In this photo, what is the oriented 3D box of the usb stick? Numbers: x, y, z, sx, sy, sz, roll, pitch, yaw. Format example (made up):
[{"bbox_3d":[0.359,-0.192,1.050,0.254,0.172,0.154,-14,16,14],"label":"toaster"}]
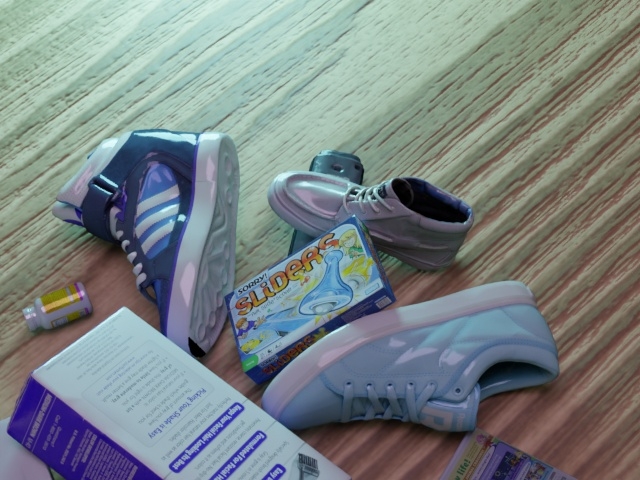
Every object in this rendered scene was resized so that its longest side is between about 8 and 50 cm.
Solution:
[{"bbox_3d":[0.000,0.000,1.805,0.077,0.045,0.278,8,57,9],"label":"usb stick"}]

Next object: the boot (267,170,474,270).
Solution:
[{"bbox_3d":[0.067,-0.051,1.751,0.258,0.123,0.095,18,57,-5],"label":"boot"}]

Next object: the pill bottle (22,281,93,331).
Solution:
[{"bbox_3d":[-0.337,0.087,1.764,0.083,0.043,0.043,-22,58,-12],"label":"pill bottle"}]

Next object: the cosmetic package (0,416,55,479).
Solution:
[{"bbox_3d":[-0.388,0.350,1.535,0.225,0.138,0.224,-21,58,-13],"label":"cosmetic package"}]

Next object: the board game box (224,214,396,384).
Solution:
[{"bbox_3d":[-0.016,0.071,1.685,0.201,0.035,0.136,-33,42,11],"label":"board game box"}]

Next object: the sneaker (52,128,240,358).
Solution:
[{"bbox_3d":[-0.238,0.003,1.783,0.236,0.130,0.322,-3,63,17],"label":"sneaker"}]

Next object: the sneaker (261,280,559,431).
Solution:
[{"bbox_3d":[0.117,0.166,1.637,0.366,0.135,0.150,-21,55,-10],"label":"sneaker"}]

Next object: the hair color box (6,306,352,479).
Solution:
[{"bbox_3d":[-0.156,0.240,1.539,0.339,0.110,0.185,35,34,11],"label":"hair color box"}]

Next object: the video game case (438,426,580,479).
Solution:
[{"bbox_3d":[0.209,0.341,1.583,0.193,0.023,0.212,26,62,18],"label":"video game case"}]
